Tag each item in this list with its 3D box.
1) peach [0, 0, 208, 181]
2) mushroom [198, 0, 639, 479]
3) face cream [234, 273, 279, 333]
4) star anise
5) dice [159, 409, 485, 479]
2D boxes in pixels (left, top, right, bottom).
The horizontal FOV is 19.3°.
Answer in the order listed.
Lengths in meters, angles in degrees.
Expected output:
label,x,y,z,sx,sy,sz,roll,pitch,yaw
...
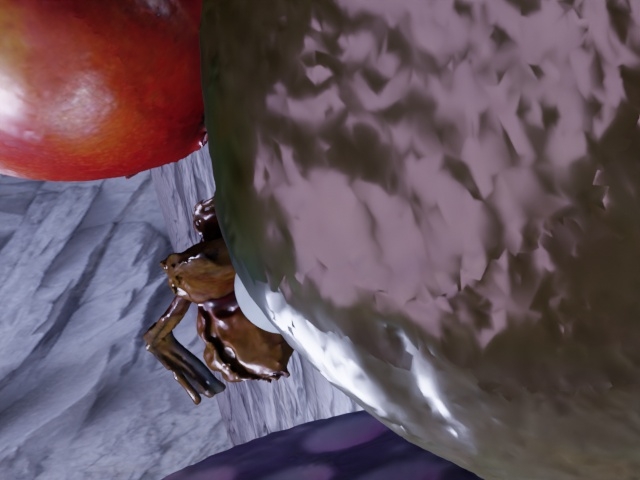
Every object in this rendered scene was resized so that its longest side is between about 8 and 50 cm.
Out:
label,x,y,z,sx,sy,sz,roll,pitch,yaw
peach,-0.210,-0.215,1.536,0.370,0.370,0.370,163,90,-81
mushroom,0.067,-0.064,0.568,0.217,0.212,0.292,95,165,-74
face cream,0.000,0.000,1.438,0.314,0.089,0.143,130,124,-70
star anise,-0.100,0.076,1.977,0.346,0.148,0.237,110,145,-59
dice,0.016,0.283,1.249,0.271,0.270,0.270,-141,34,-74
